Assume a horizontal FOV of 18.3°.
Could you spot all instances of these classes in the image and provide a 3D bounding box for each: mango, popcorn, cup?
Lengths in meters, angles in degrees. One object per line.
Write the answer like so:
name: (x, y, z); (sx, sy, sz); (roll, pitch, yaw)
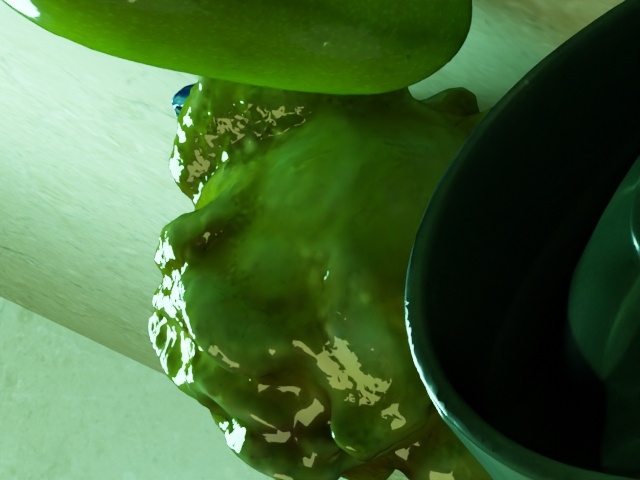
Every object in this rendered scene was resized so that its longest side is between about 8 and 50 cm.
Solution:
mango: (-0.060, -0.159, 1.071); (0.293, 0.143, 0.175); (19, 163, -12)
popcorn: (0.012, 0.000, 1.245); (0.321, 0.290, 0.326); (18, 137, 50)
cup: (0.281, 0.091, 0.804); (0.401, 0.310, 0.392); (3, 139, 42)

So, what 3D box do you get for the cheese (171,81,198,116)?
cheese: (0.000, 0.000, 1.599); (0.329, 0.129, 0.217); (49, 161, -29)
